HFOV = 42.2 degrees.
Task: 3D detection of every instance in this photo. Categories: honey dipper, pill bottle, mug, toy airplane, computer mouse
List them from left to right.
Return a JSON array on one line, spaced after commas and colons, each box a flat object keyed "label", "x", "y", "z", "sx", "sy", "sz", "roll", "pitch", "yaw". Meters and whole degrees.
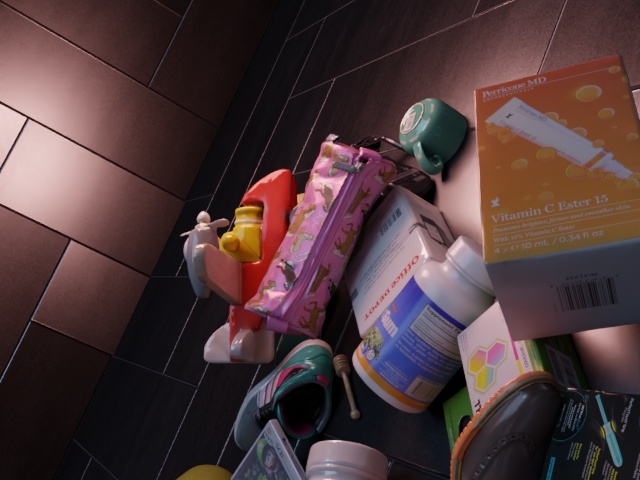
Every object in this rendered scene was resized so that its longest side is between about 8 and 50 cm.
[{"label": "toy airplane", "x": -0.171, "y": 0.075, "z": 1.744, "sx": 0.384, "sy": 0.272, "sz": 0.386, "roll": -52, "pitch": -24, "yaw": -49}, {"label": "pill bottle", "x": 0.018, "y": 0.475, "z": 1.252, "sx": 0.176, "sy": 0.176, "sz": 0.318, "roll": -32, "pitch": 36, "yaw": 48}, {"label": "honey dipper", "x": 0.053, "y": 0.283, "z": 1.590, "sx": 0.030, "sy": 0.030, "sz": 0.160, "roll": -51, "pitch": 29, "yaw": 22}, {"label": "computer mouse", "x": 0.154, "y": -0.150, "z": 1.790, "sx": 0.262, "sy": 0.184, "sz": 0.060, "roll": 27, "pitch": 130, "yaw": 35}, {"label": "mug", "x": 0.227, "y": -0.224, "z": 1.712, "sx": 0.129, "sy": 0.097, "sz": 0.157, "roll": -53, "pitch": 24, "yaw": 17}, {"label": "pill bottle", "x": 0.186, "y": 0.130, "z": 1.330, "sx": 0.272, "sy": 0.152, "sz": 0.152, "roll": -55, "pitch": 24, "yaw": 15}]

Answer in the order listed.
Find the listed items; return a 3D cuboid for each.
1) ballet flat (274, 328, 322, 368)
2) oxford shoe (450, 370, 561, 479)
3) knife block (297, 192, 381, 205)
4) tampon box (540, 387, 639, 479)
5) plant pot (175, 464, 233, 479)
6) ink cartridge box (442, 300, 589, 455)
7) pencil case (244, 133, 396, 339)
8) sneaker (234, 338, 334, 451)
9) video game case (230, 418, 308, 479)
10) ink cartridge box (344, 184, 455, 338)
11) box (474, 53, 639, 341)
[{"label": "ballet flat", "x": -0.034, "y": 0.189, "z": 1.824, "sx": 0.086, "sy": 0.086, "sz": 0.248, "roll": -9, "pitch": 54, "yaw": 61}, {"label": "oxford shoe", "x": 0.230, "y": 0.335, "z": 1.026, "sx": 0.133, "sy": 0.130, "sz": 0.363, "roll": 45, "pitch": 123, "yaw": 55}, {"label": "knife block", "x": 0.053, "y": -0.051, "z": 1.921, "sx": 0.088, "sy": 0.242, "sz": 0.275, "roll": -106, "pitch": 4, "yaw": -60}, {"label": "tampon box", "x": 0.352, "y": 0.244, "z": 0.927, "sx": 0.161, "sy": 0.101, "sz": 0.120, "roll": -10, "pitch": 54, "yaw": 61}, {"label": "plant pot", "x": -0.246, "y": 0.581, "z": 1.612, "sx": 0.275, "sy": 0.275, "sz": 0.293, "roll": -52, "pitch": 9, "yaw": 19}, {"label": "ink cartridge box", "x": 0.242, "y": 0.220, "z": 1.185, "sx": 0.255, "sy": 0.097, "sz": 0.189, "roll": -46, "pitch": 27, "yaw": 29}, {"label": "pencil case", "x": 0.000, "y": 0.000, "z": 1.569, "sx": 0.160, "sy": 0.167, "sz": 0.386, "roll": 21, "pitch": 83, "yaw": 38}, {"label": "sneaker", "x": -0.072, "y": 0.350, "z": 1.660, "sx": 0.295, "sy": 0.124, "sz": 0.178, "roll": -53, "pitch": 15, "yaw": 16}, {"label": "video game case", "x": -0.093, "y": 0.464, "z": 1.561, "sx": 0.173, "sy": 0.022, "sz": 0.190, "roll": 56, "pitch": 129, "yaw": 36}, {"label": "ink cartridge box", "x": 0.151, "y": 0.054, "z": 1.533, "sx": 0.198, "sy": 0.115, "sz": 0.273, "roll": -52, "pitch": 24, "yaw": 21}, {"label": "box", "x": 0.335, "y": -0.062, "z": 1.123, "sx": 0.215, "sy": 0.168, "sz": 0.345, "roll": -12, "pitch": 45, "yaw": 19}]
